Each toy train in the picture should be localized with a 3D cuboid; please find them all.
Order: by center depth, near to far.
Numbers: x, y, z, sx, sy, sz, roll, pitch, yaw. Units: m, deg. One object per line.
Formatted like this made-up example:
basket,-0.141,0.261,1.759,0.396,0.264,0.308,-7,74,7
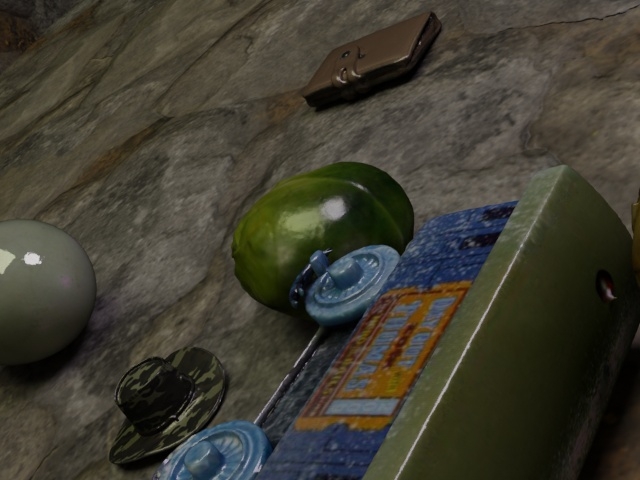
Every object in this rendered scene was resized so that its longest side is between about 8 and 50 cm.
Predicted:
toy train,0.048,0.097,0.542,0.202,0.131,0.299,-11,33,43

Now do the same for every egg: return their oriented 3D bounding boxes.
egg,-0.323,0.056,1.030,0.209,0.151,0.151,-14,35,47

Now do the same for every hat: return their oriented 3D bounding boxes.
hat,-0.139,0.130,0.813,0.121,0.050,0.121,-29,31,19

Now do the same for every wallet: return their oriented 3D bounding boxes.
wallet,0.054,-0.205,1.112,0.153,0.039,0.118,-13,34,36

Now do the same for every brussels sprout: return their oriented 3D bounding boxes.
brussels sprout,0.002,0.004,0.775,0.155,0.117,0.155,-36,6,5

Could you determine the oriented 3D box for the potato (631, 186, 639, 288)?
potato,0.247,-0.018,0.516,0.176,0.137,0.137,-37,27,-11
